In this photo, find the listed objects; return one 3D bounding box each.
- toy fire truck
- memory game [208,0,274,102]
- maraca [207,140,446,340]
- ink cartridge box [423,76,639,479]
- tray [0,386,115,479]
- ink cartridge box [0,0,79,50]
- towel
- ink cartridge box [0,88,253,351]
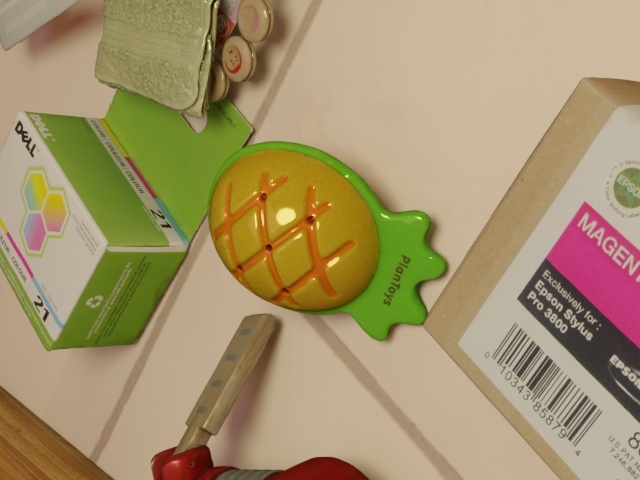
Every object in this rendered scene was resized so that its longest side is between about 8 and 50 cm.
[{"bbox_3d":[-0.042,0.186,0.824,0.217,0.158,0.246,-13,92,44],"label":"toy fire truck"},{"bbox_3d":[-0.101,-0.204,0.897,0.186,0.012,0.186,13,108,44],"label":"memory game"},{"bbox_3d":[0.000,0.000,0.799,0.186,0.099,0.127,26,119,15],"label":"maraca"},{"bbox_3d":[0.194,0.051,0.613,0.234,0.088,0.193,48,123,33],"label":"ink cartridge box"},{"bbox_3d":[-0.266,0.314,1.077,0.411,0.076,0.202,25,108,40],"label":"tray"},{"bbox_3d":[-0.227,-0.399,1.004,0.308,0.091,0.384,-13,87,50],"label":"ink cartridge box"},{"bbox_3d":[-0.136,-0.167,0.910,0.148,0.027,0.110,23,111,41],"label":"towel"},{"bbox_3d":[-0.194,-0.058,0.983,0.188,0.097,0.255,52,124,31],"label":"ink cartridge box"}]
